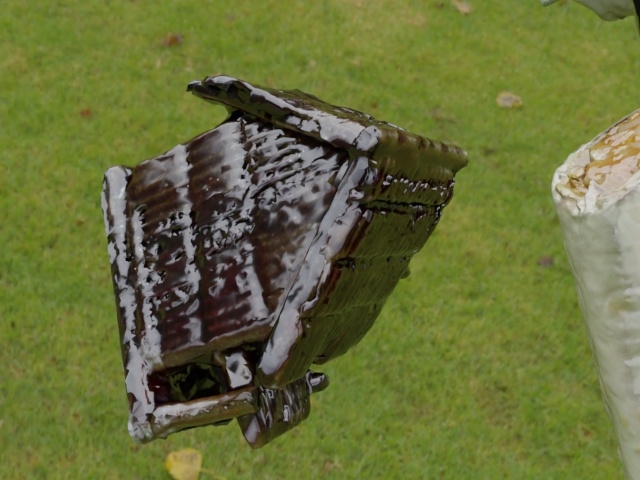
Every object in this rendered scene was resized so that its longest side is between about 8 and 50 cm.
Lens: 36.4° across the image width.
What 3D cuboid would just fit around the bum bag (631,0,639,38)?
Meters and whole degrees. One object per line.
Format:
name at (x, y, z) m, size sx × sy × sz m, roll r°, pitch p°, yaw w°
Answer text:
bum bag at (0.162, -0.029, 0.278) m, size 0.144 × 0.095 × 0.340 m, roll -13°, pitch 72°, yaw -24°

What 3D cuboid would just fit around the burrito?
burrito at (0.241, 0.040, 0.663) m, size 0.143 × 0.299 × 0.105 m, roll -13°, pitch 7°, yaw -12°

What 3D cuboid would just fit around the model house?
model house at (0.000, 0.000, 0.830) m, size 0.317 × 0.282 × 0.297 m, roll 6°, pitch 60°, yaw -64°

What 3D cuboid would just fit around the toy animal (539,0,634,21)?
toy animal at (0.210, -0.266, 0.837) m, size 0.308 × 0.266 × 0.188 m, roll -40°, pitch 22°, yaw -15°
